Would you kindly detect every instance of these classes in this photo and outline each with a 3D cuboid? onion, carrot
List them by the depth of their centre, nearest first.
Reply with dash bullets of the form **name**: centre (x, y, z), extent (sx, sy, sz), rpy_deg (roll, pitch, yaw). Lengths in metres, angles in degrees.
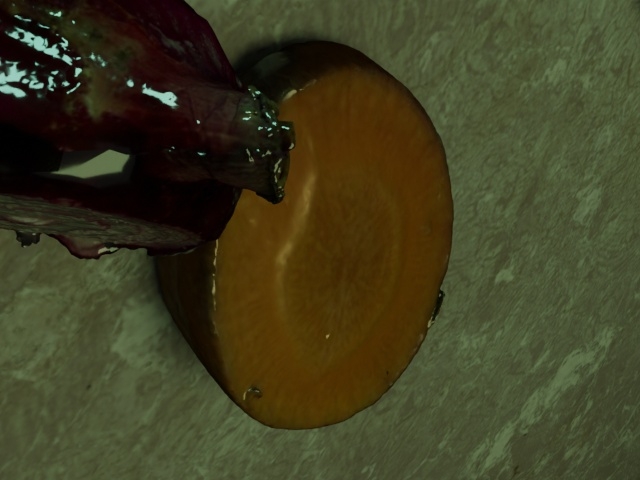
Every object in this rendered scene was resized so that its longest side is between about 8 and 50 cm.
- **onion**: centre (-0.095, -0.062, 0.430), extent (0.195, 0.218, 0.139), rpy_deg (28, 69, -49)
- **carrot**: centre (0.000, 0.000, 0.693), extent (0.258, 0.100, 0.307), rpy_deg (-39, 140, -27)
